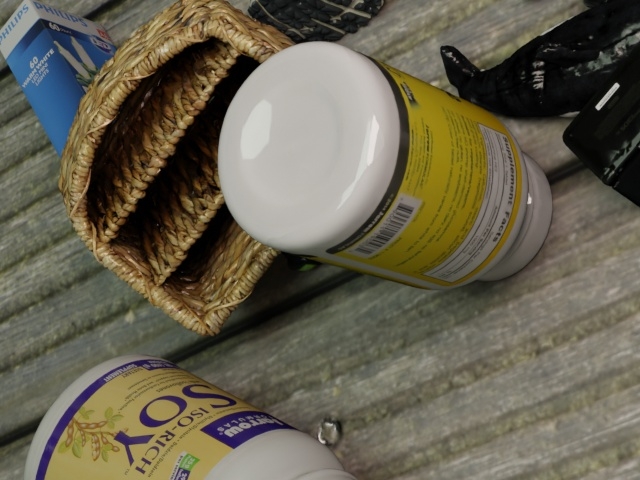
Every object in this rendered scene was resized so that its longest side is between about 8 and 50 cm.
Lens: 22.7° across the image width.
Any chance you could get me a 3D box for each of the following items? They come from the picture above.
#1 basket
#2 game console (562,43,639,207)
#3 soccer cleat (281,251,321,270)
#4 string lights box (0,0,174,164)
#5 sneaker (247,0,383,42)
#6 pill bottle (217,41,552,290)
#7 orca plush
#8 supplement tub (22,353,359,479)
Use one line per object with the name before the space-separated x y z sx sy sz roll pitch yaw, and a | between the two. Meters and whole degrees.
basket | -0.138 -0.094 1.704 0.299 0.213 0.223 -52 30 15
game console | 0.308 -0.103 1.490 0.122 0.071 0.107 -51 56 17
soccer cleat | 0.000 0.000 1.723 0.179 0.060 0.072 9 95 45
string lights box | -0.279 -0.168 1.924 0.077 0.133 0.260 -47 56 21
sneaker | 0.041 -0.320 1.749 0.283 0.110 0.122 -26 47 28
pill bottle | 0.075 -0.056 1.494 0.188 0.334 0.188 -9 74 36
orca plush | 0.232 -0.189 1.550 0.287 0.102 0.151 4 82 39
supplement tub | -0.119 0.277 1.630 0.331 0.241 0.241 22 94 39
